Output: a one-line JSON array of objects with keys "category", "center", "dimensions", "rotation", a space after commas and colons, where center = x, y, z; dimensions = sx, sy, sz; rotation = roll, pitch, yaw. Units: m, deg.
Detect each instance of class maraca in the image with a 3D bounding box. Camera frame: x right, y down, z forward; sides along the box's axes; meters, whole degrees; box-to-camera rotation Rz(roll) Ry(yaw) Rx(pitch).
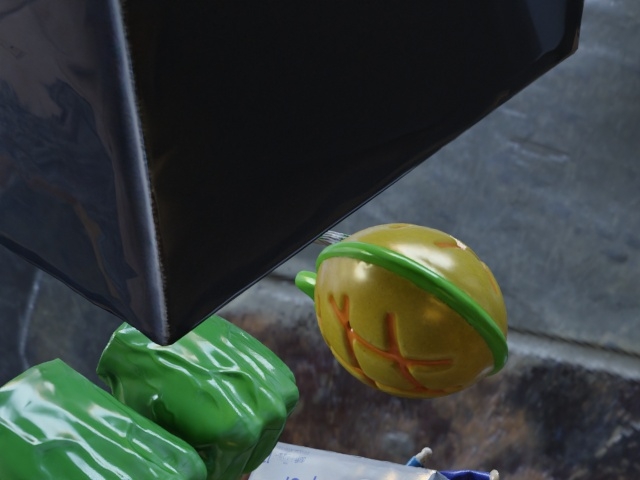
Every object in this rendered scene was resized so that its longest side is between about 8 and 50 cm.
[{"category": "maraca", "center": [0.047, 0.046, 0.751], "dimensions": [0.127, 0.185, 0.099], "rotation": [41, 71, -9]}]

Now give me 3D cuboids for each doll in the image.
[{"category": "doll", "center": [0.155, 0.355, 1.711], "dimensions": [0.189, 0.046, 0.129], "rotation": [-4, 101, -3]}]

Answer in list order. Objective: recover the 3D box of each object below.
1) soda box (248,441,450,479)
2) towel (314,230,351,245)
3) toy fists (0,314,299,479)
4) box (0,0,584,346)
[{"category": "soda box", "center": [0.036, 0.298, 1.349], "dimensions": [0.286, 0.091, 0.098], "rotation": [-2, 57, 49]}, {"category": "towel", "center": [0.000, 0.000, 1.902], "dimensions": [0.152, 0.113, 0.023], "rotation": [13, 82, 27]}, {"category": "toy fists", "center": [-0.123, 0.140, 0.875], "dimensions": [0.142, 0.096, 0.279], "rotation": [31, 29, 19]}, {"category": "box", "center": [-0.109, -0.182, 0.571], "dimensions": [0.395, 0.212, 0.293], "rotation": [28, 47, 33]}]
